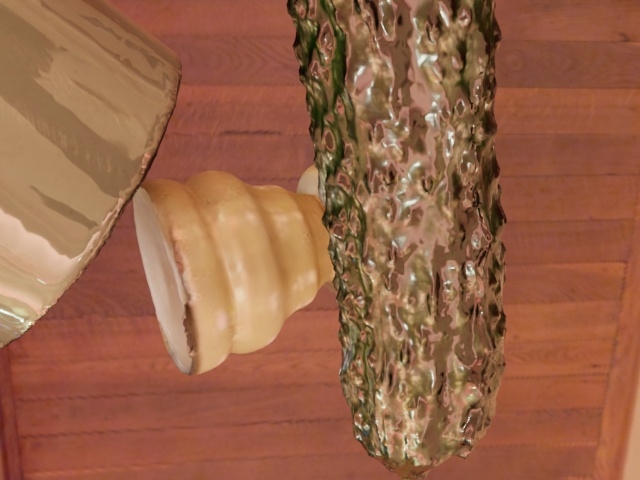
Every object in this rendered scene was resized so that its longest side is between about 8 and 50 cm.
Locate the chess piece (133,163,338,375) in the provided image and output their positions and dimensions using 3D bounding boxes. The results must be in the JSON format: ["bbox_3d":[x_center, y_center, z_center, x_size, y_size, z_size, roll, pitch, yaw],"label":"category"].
[{"bbox_3d":[0.000,0.000,0.643,0.261,0.143,0.142,-14,112,-22],"label":"chess piece"}]

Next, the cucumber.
[{"bbox_3d":[0.040,-0.034,0.384,0.096,0.096,0.359,-11,113,-4],"label":"cucumber"}]

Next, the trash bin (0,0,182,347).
[{"bbox_3d":[-0.328,-0.136,0.502,0.432,0.280,0.280,33,102,-29],"label":"trash bin"}]
